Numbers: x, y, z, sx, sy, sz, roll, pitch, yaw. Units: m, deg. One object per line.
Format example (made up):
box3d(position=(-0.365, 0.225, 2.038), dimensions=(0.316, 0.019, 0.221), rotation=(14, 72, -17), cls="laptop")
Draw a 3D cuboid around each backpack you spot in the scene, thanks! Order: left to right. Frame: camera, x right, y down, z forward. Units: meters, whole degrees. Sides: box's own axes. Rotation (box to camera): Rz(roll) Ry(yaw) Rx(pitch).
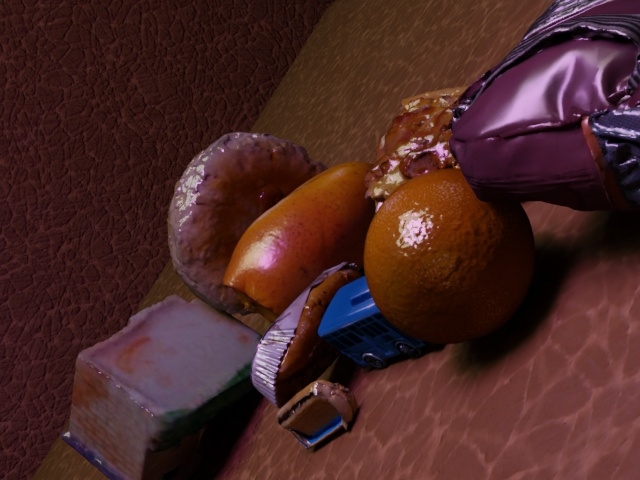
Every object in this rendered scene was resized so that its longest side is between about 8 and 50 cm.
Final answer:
box3d(position=(0.272, -0.144, 1.041), dimensions=(0.317, 0.197, 0.283), rotation=(-7, 34, 40), cls="backpack")

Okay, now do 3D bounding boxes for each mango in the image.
box3d(position=(0.000, 0.000, 1.712), dimensions=(0.199, 0.201, 0.350), rotation=(5, 44, 49), cls="mango")

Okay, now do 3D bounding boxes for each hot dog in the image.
box3d(position=(-0.010, 0.124, 1.497), dimensions=(0.268, 0.075, 0.144), rotation=(-46, -28, -47), cls="hot dog")

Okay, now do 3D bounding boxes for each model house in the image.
box3d(position=(-0.255, 0.286, 1.800), dimensions=(0.312, 0.245, 0.280), rotation=(-30, -37, -50), cls="model house")

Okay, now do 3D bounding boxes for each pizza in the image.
box3d(position=(0.177, -0.127, 1.498), dimensions=(0.278, 0.114, 0.409), rotation=(-34, 20, 2), cls="pizza")

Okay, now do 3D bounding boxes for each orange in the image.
box3d(position=(0.142, 0.015, 1.184), dimensions=(0.206, 0.206, 0.206), rotation=(-49, 15, 18), cls="orange")

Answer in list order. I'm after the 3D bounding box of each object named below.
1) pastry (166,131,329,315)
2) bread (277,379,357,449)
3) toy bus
box3d(position=(-0.116, -0.035, 1.831), dimensions=(0.329, 0.330, 0.136), rotation=(-57, 28, -13), cls="pastry")
box3d(position=(-0.004, 0.220, 1.399), dimensions=(0.106, 0.072, 0.053), rotation=(-42, 8, 40), cls="bread")
box3d(position=(0.082, 0.092, 1.363), dimensions=(0.090, 0.106, 0.185), rotation=(-60, 14, -28), cls="toy bus")
